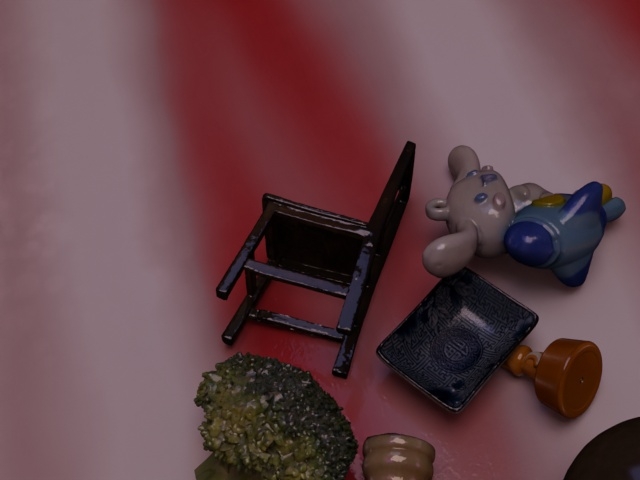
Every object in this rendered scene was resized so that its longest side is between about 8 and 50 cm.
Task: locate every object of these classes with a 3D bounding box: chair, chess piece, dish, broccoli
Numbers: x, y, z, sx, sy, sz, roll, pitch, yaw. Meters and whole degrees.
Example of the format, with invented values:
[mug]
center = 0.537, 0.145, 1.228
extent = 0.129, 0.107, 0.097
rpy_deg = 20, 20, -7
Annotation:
[chair]
center = 0.000, 0.000, 1.795
extent = 0.240, 0.203, 0.416
rpy_deg = 14, 57, 10
[chess piece]
center = 0.103, 0.496, 1.499
extent = 0.117, 0.117, 0.397
rpy_deg = 4, 57, 7
[dish]
center = 0.235, 0.180, 1.723
extent = 0.182, 0.080, 0.243
rpy_deg = 35, 65, 25
[broccoli]
center = -0.084, 0.301, 1.583
extent = 0.259, 0.235, 0.288
rpy_deg = -15, 19, -8

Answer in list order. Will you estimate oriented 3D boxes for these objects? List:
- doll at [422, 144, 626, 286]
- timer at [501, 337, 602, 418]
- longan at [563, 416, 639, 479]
[doll]
center = 0.373, -0.045, 1.798
extent = 0.365, 0.187, 0.376
rpy_deg = 9, 53, 8
[timer]
center = 0.377, 0.215, 1.684
extent = 0.152, 0.132, 0.132
rpy_deg = 16, 54, 43
[longan]
center = 0.518, 0.388, 1.453
extent = 0.350, 0.288, 0.288
rpy_deg = -3, 54, -11
